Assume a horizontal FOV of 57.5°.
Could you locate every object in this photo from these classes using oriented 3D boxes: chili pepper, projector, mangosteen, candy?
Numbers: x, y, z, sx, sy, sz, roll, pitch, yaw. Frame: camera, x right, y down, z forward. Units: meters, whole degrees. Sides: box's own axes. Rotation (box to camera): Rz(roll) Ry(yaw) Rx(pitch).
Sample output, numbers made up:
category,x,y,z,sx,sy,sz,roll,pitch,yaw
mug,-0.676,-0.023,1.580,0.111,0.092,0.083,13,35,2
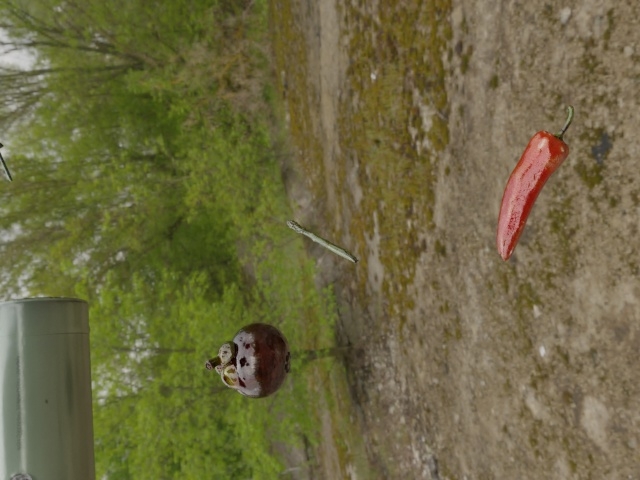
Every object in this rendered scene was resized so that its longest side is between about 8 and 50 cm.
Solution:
category,x,y,z,sx,sy,sz,roll,pitch,yaw
chili pepper,0.345,-0.096,0.956,0.272,0.064,0.071,-66,24,11
projector,-0.297,0.232,0.626,0.108,0.108,0.337,111,153,-77
mangosteen,-0.069,0.126,0.618,0.081,0.081,0.080,172,90,-83
candy,-0.439,-0.132,0.792,0.035,0.035,0.122,-116,19,-50

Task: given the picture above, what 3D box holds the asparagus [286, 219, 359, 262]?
category,x,y,z,sx,sy,sz,roll,pitch,yaw
asparagus,0.000,0.000,0.824,0.166,0.013,0.016,29,148,47
